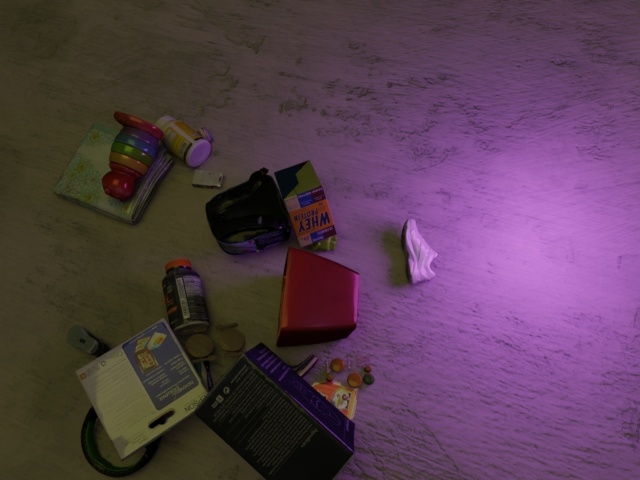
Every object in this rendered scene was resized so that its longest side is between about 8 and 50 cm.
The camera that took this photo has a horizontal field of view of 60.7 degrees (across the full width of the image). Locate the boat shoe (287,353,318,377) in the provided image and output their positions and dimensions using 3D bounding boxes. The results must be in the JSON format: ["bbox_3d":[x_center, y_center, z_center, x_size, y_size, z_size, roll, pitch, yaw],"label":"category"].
[{"bbox_3d":[-0.107,0.435,1.751,0.223,0.080,0.073,-42,76,-6],"label":"boat shoe"}]

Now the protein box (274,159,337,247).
[{"bbox_3d":[-0.053,-0.127,1.866,0.135,0.201,0.200,-20,36,-2],"label":"protein box"}]

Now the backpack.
[{"bbox_3d":[-0.255,-0.077,1.898,0.263,0.213,0.277,-16,62,-10],"label":"backpack"}]

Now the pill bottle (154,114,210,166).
[{"bbox_3d":[-0.532,-0.384,2.091,0.208,0.119,0.119,38,76,17],"label":"pill bottle"}]

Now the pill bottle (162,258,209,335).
[{"bbox_3d":[-0.462,0.188,1.854,0.130,0.130,0.246,-17,67,-2],"label":"pill bottle"}]

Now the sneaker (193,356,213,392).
[{"bbox_3d":[-0.405,0.425,1.792,0.073,0.063,0.162,-16,67,3],"label":"sneaker"}]

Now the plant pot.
[{"bbox_3d":[-0.008,0.197,1.754,0.235,0.267,0.268,6,69,-6],"label":"plant pot"}]

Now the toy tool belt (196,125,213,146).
[{"bbox_3d":[-0.439,-0.403,2.127,0.051,0.052,0.083,-40,103,-36],"label":"toy tool belt"}]

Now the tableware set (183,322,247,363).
[{"bbox_3d":[-0.347,0.344,1.798,0.194,0.039,0.128,-4,50,-28],"label":"tableware set"}]

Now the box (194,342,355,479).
[{"bbox_3d":[-0.113,0.509,1.555,0.395,0.293,0.212,40,89,6],"label":"box"}]

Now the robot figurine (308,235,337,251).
[{"bbox_3d":[0.000,0.000,1.919,0.115,0.067,0.101,12,43,11],"label":"robot figurine"}]

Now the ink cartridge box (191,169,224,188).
[{"bbox_3d":[-0.424,-0.230,2.069,0.115,0.029,0.063,7,69,7],"label":"ink cartridge box"}]

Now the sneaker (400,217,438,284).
[{"bbox_3d":[0.341,0.034,1.875,0.115,0.090,0.232,-5,77,-4],"label":"sneaker"}]

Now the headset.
[{"bbox_3d":[-0.586,0.547,1.743,0.243,0.185,0.394,30,89,11],"label":"headset"}]

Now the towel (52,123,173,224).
[{"bbox_3d":[-0.787,-0.257,2.081,0.374,0.090,0.321,20,71,13],"label":"towel"}]

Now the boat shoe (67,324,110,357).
[{"bbox_3d":[-0.788,0.351,1.858,0.183,0.083,0.065,19,69,41],"label":"boat shoe"}]

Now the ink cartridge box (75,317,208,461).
[{"bbox_3d":[-0.529,0.442,1.650,0.303,0.072,0.307,-31,76,-15],"label":"ink cartridge box"}]

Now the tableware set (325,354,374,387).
[{"bbox_3d":[0.093,0.426,1.761,0.154,0.024,0.104,-6,61,-4],"label":"tableware set"}]

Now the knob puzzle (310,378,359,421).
[{"bbox_3d":[0.012,0.529,1.730,0.213,0.030,0.213,-2,69,5],"label":"knob puzzle"}]

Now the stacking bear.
[{"bbox_3d":[-0.689,-0.285,1.962,0.164,0.175,0.289,18,82,19],"label":"stacking bear"}]
